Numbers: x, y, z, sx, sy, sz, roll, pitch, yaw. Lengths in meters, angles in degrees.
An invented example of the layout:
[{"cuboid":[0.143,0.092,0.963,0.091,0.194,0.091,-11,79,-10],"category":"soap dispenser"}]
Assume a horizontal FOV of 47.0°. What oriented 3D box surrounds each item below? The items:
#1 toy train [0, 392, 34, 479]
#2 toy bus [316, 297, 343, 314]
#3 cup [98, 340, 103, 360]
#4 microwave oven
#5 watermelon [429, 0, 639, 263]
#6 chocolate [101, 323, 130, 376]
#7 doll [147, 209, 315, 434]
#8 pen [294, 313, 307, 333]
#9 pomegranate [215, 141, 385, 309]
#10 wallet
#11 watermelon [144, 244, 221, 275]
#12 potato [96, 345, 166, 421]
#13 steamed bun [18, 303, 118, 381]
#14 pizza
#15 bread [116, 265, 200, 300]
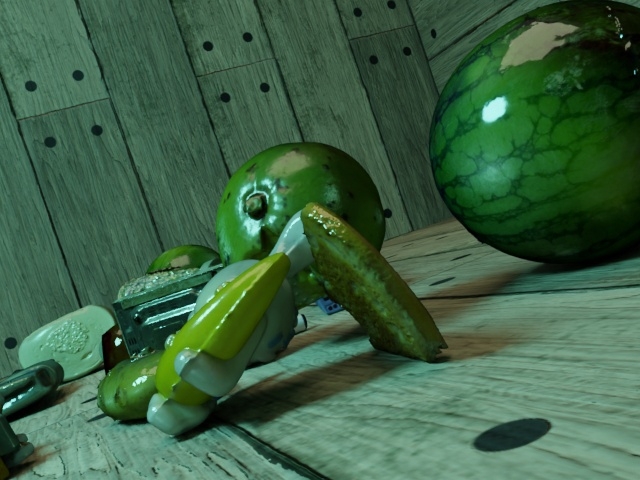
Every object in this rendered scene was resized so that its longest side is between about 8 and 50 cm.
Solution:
[{"cuboid":[-0.429,0.251,0.895,0.127,0.089,0.219,-31,7,-27],"category":"toy train"},{"cuboid":[0.018,0.066,1.488,0.125,0.133,0.292,-24,4,-5],"category":"toy bus"},{"cuboid":[-0.432,0.232,1.691,0.141,0.120,0.120,-32,-5,27],"category":"cup"},{"cuboid":[-0.180,0.122,1.092,0.204,0.163,0.129,-19,0,17],"category":"microwave oven"},{"cuboid":[0.321,-0.133,0.966,0.363,0.363,0.363,-19,1,0],"category":"watermelon"},{"cuboid":[-0.350,0.218,1.420,0.133,0.127,0.124,-5,26,-25],"category":"chocolate"},{"cuboid":[-0.087,0.091,0.789,0.237,0.111,0.252,-58,-7,25],"category":"doll"},{"cuboid":[-0.148,0.179,1.219,0.269,0.033,0.033,-18,1,-14],"category":"pen"},{"cuboid":[0.000,0.000,1.011,0.236,0.236,0.302,-18,-36,36],"category":"pomegranate"},{"cuboid":[-0.653,0.324,1.510,0.252,0.083,0.360,-24,2,-14],"category":"wallet"},{"cuboid":[-0.332,0.127,1.869,0.242,0.242,0.242,-19,1,0],"category":"watermelon"},{"cuboid":[-0.223,0.182,0.933,0.105,0.085,0.188,-17,-5,-43],"category":"potato"},{"cuboid":[-0.625,0.268,1.862,0.250,0.155,0.200,-26,0,-18],"category":"steamed bun"},{"cuboid":[0.055,0.062,0.758,0.034,0.181,0.262,-42,-18,-13],"category":"pizza"},{"cuboid":[-0.219,0.147,1.291,0.260,0.158,0.156,-7,-45,-18],"category":"bread"}]
